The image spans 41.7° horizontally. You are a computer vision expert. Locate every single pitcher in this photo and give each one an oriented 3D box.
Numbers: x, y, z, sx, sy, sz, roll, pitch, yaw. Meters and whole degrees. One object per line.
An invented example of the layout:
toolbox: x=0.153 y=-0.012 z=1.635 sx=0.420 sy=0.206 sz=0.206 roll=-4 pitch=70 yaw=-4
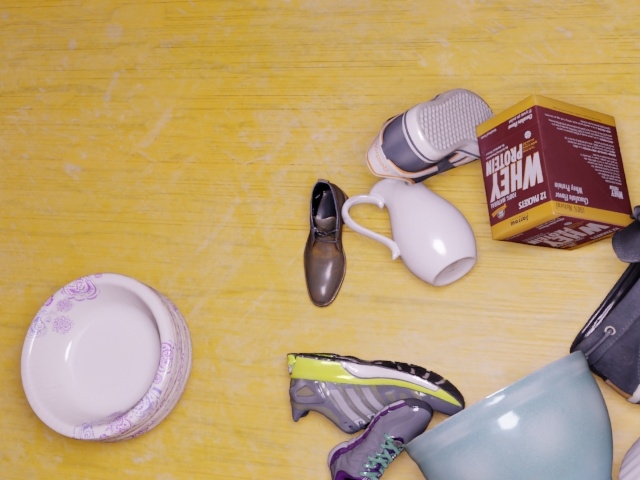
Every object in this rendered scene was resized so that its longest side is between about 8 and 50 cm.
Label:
pitcher: x=0.149 y=-0.018 z=1.407 sx=0.178 sy=0.125 sz=0.207 roll=-26 pitch=62 yaw=-8

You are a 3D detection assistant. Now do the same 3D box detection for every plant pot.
plant pot: x=0.294 y=0.312 z=1.194 sx=0.293 sy=0.293 sz=0.196 roll=-30 pitch=73 yaw=5

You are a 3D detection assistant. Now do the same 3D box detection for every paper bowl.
paper bowl: x=-0.361 y=0.207 z=1.466 sx=0.284 sy=0.148 sz=0.284 roll=-4 pitch=74 yaw=14

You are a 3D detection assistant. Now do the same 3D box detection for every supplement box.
supplement box: x=0.367 y=-0.100 z=1.324 sx=0.129 sy=0.191 sz=0.194 roll=-28 pitch=61 yaw=51

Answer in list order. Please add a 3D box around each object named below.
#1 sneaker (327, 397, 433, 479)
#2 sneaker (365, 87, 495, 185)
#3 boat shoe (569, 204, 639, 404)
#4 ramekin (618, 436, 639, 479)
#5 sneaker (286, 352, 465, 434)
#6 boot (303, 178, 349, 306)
sneaker: x=0.096 y=0.334 z=1.297 sx=0.223 sy=0.083 sz=0.098 roll=-47 pitch=25 yaw=33
sneaker: x=0.185 y=-0.169 z=1.376 sx=0.127 sy=0.321 sz=0.126 roll=-28 pitch=82 yaw=35
boat shoe: x=0.500 y=0.004 z=1.194 sx=0.156 sy=0.187 sz=0.499 roll=25 pitch=116 yaw=17
ramekin: x=0.532 y=0.356 z=1.142 sx=0.273 sy=0.127 sz=0.272 roll=16 pitch=47 yaw=-18
sneaker: x=0.085 y=0.257 z=1.372 sx=0.300 sy=0.111 sz=0.121 roll=6 pitch=90 yaw=19
boot: x=0.000 y=0.000 z=1.454 sx=0.082 sy=0.106 sz=0.219 roll=1 pitch=74 yaw=15
